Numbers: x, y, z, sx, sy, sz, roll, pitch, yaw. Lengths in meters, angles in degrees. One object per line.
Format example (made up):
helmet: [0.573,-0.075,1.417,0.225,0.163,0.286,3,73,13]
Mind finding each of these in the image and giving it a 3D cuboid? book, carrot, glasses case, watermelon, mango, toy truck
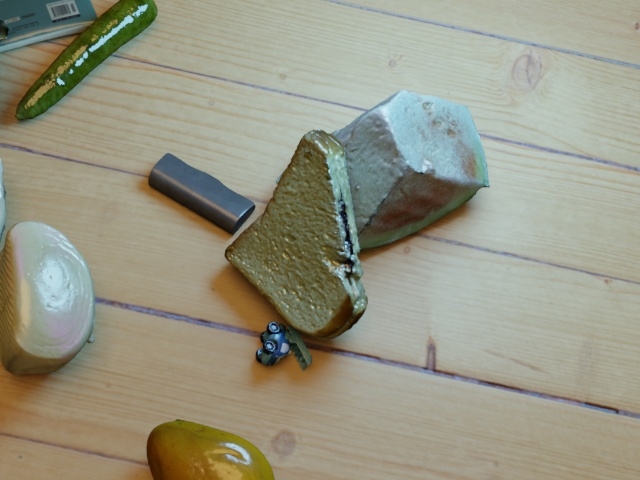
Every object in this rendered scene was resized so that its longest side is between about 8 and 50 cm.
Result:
book: [-0.622,-0.540,1.816,0.264,0.031,0.379,-18,67,-15]
carrot: [-0.447,-0.350,1.723,0.074,0.074,0.358,37,68,12]
glasses case: [-0.214,-0.086,1.633,0.191,0.042,0.072,30,57,9]
watermelon: [0.118,-0.145,1.575,0.387,0.258,0.228,-18,64,-9]
mango: [-0.166,0.355,1.382,0.227,0.109,0.147,38,90,12]
toy truck: [-0.057,0.180,1.512,0.090,0.056,0.073,21,57,-10]

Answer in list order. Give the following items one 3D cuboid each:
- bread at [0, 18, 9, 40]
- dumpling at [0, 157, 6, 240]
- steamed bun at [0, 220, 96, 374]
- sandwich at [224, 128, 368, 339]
bread: [-0.694,-0.332,1.596,0.279,0.225,0.250,-3,65,-6]
dumpling: [-0.652,-0.017,1.509,0.243,0.187,0.318,-4,45,36]
steamed bun: [-0.435,0.095,1.456,0.153,0.170,0.238,6,63,-29]
sandwich: [0.002,0.000,1.497,0.254,0.100,0.288,41,112,21]
